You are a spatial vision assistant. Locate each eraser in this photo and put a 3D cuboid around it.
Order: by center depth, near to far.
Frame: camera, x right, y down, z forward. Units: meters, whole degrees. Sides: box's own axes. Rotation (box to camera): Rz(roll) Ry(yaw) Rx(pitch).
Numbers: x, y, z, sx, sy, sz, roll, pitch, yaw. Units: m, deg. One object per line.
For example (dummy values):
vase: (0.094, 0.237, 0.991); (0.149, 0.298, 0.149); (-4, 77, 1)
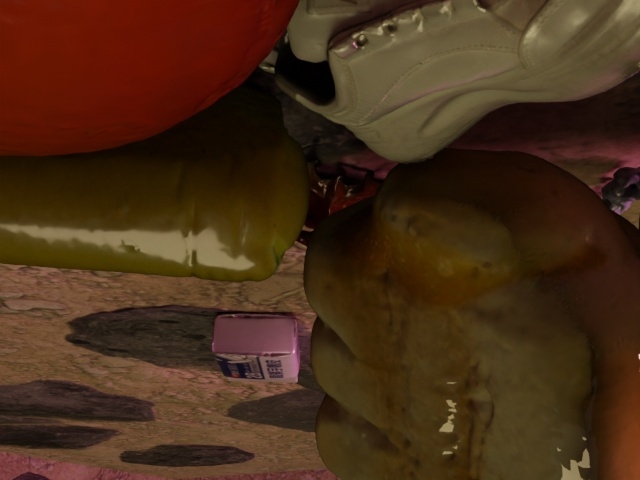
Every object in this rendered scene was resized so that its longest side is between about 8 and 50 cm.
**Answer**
eraser: (-0.095, 0.174, 1.287); (0.124, 0.068, 0.210); (0, 158, 0)

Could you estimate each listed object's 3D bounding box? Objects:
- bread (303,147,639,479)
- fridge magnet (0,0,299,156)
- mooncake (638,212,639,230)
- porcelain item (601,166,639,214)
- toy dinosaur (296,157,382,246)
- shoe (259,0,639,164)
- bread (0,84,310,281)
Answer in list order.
bread: (0.140, 0.084, 0.664); (0.300, 0.341, 0.210); (4, -160, 44)
fridge magnet: (-0.183, -0.156, 0.381); (0.363, 0.155, 0.363); (0, 157, 0)
mooncake: (0.336, 0.015, 0.619); (0.155, 0.284, 0.284); (2, 158, 7)
porcelain item: (0.289, -0.045, 0.795); (0.036, 0.028, 0.083); (35, 153, 4)
toy dinosaur: (-0.004, -0.004, 0.801); (0.327, 0.113, 0.206); (18, 151, -30)
shoe: (0.057, -0.136, 0.463); (0.159, 0.124, 0.316); (14, 162, -19)
bread: (-0.197, -0.063, 0.601); (0.383, 0.166, 0.112); (4, 146, -6)
